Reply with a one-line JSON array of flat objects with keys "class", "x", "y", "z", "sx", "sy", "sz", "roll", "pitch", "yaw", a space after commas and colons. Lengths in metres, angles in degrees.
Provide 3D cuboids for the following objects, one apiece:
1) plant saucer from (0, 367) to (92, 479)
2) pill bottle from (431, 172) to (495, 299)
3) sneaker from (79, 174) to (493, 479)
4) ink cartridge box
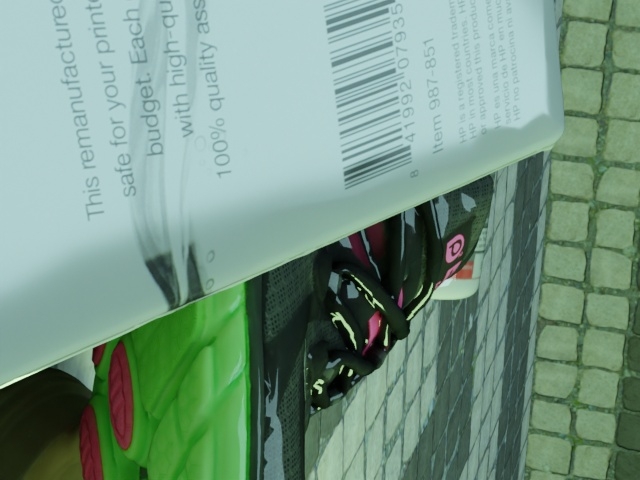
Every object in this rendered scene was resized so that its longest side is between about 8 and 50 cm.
[{"class": "plant saucer", "x": -0.161, "y": 0.208, "z": 0.859, "sx": 0.278, "sy": 0.041, "sz": 0.277, "roll": 8, "pitch": 90, "yaw": -74}, {"class": "pill bottle", "x": 0.068, "y": -0.103, "z": 1.275, "sx": 0.161, "sy": 0.161, "sz": 0.283, "roll": -7, "pitch": 105, "yaw": -74}, {"class": "sneaker", "x": 0.000, "y": 0.000, "z": 0.869, "sx": 0.185, "sy": 0.202, "sz": 0.482, "roll": 132, "pitch": -26, "yaw": -53}, {"class": "ink cartridge box", "x": -0.074, "y": -0.100, "z": 0.529, "sx": 0.307, "sy": 0.129, "sz": 0.223, "roll": -23, "pitch": 116, "yaw": -34}]
